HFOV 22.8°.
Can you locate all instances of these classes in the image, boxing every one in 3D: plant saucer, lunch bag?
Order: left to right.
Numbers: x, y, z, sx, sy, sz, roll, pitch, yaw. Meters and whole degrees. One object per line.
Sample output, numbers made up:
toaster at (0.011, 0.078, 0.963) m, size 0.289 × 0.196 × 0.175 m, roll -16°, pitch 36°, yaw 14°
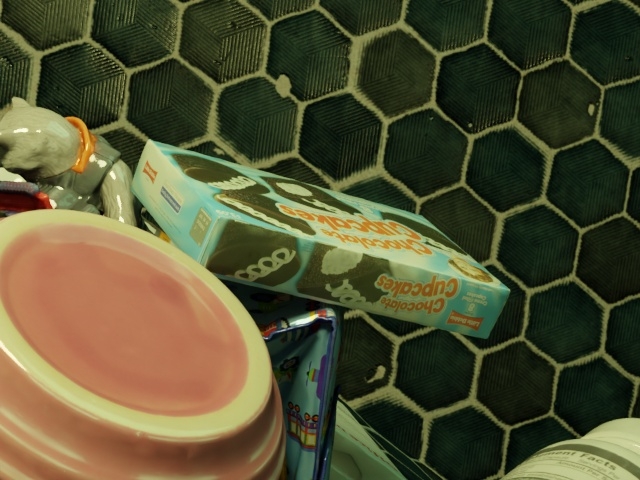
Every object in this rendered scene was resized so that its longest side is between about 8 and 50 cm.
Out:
plant saucer at (-0.165, 0.087, 1.216) m, size 0.332 × 0.084 × 0.332 m, roll 24°, pitch 30°, yaw -14°
lunch bag at (-0.038, 0.184, 1.523) m, size 0.138 × 0.293 × 0.221 m, roll -4°, pitch 15°, yaw 2°

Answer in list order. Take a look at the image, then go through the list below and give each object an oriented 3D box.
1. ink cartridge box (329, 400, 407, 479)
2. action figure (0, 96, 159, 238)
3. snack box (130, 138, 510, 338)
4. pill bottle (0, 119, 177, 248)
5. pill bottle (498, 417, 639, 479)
ink cartridge box at (-0.036, 0.235, 1.887) m, size 0.207 × 0.117 × 0.283 m, roll 39°, pitch 1°, yaw -22°
action figure at (-0.256, -0.011, 1.604) m, size 0.341 × 0.178 × 0.330 m, roll 12°, pitch -37°, yaw 33°
snack box at (0.000, 0.000, 1.482) m, size 0.322 × 0.060 × 0.187 m, roll 14°, pitch 17°, yaw -32°
pill bottle at (-0.310, -0.012, 1.793) m, size 0.278 × 0.162 × 0.162 m, roll 39°, pitch 1°, yaw -11°
pill bottle at (0.214, 0.301, 1.415) m, size 0.204 × 0.204 × 0.361 m, roll 40°, pitch 36°, yaw 22°
